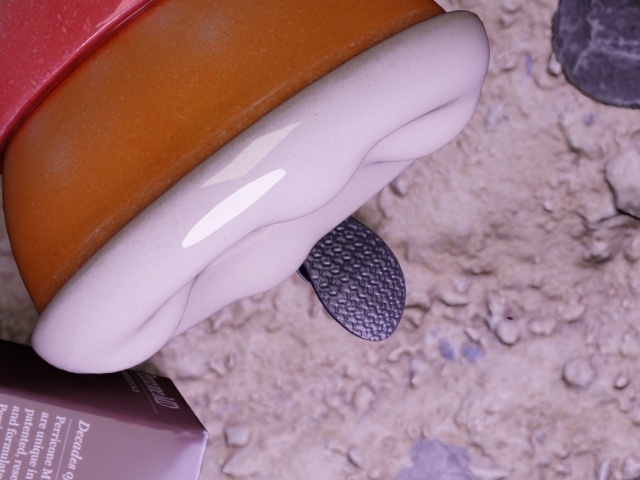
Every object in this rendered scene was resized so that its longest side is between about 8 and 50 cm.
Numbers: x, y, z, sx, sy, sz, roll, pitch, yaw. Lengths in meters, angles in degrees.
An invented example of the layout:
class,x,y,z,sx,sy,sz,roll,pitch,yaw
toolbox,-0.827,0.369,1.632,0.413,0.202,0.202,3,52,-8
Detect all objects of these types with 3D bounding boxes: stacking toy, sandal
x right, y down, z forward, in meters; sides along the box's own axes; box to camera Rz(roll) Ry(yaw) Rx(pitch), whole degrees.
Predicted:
class,x,y,z,sx,sy,sz,roll,pitch,yaw
stacking toy,-0.152,-0.187,1.128,0.350,0.350,0.480,-36,84,-7
sandal,0.000,0.000,1.329,0.067,0.040,0.179,-41,89,-11

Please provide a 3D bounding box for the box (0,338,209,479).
class,x,y,z,sx,sy,sz,roll,pitch,yaw
box,-0.285,0.133,1.196,0.381,0.191,0.143,16,93,-15
